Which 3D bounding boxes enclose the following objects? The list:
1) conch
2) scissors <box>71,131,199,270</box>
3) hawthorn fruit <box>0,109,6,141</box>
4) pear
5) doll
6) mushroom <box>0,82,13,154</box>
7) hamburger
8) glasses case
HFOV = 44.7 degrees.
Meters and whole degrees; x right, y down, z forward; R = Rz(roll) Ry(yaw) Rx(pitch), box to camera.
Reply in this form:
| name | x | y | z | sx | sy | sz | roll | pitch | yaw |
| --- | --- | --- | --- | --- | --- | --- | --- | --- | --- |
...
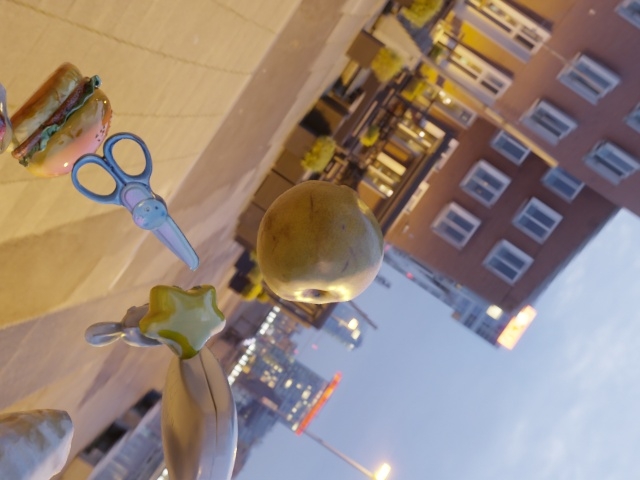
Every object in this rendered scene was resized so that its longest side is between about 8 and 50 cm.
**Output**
| name | x | y | z | sx | sy | sz | roll | pitch | yaw |
| --- | --- | --- | --- | --- | --- | --- | --- | --- | --- |
| conch | -0.376 | 0.269 | 0.874 | 0.127 | 0.158 | 0.255 | 5 | -159 | 42 |
| scissors | -0.270 | -0.049 | 1.222 | 0.125 | 0.256 | 0.030 | -33 | -151 | 6 |
| hawthorn fruit | -0.456 | -0.146 | 1.006 | 0.093 | 0.093 | 0.093 | -55 | 180 | 0 |
| pear | 0.000 | 0.000 | 1.275 | 0.209 | 0.209 | 0.209 | -55 | 180 | 0 |
| doll | -0.150 | 0.084 | 0.769 | 0.113 | 0.071 | 0.135 | -12 | 172 | 18 |
| mushroom | -0.548 | -0.170 | 1.248 | 0.225 | 0.093 | 0.116 | -102 | -149 | -53 |
| hamburger | -0.519 | -0.228 | 1.559 | 0.246 | 0.170 | 0.246 | -35 | -154 | 20 |
| glasses case | -0.116 | 0.165 | 0.727 | 0.233 | 0.059 | 0.092 | -137 | -123 | -72 |
